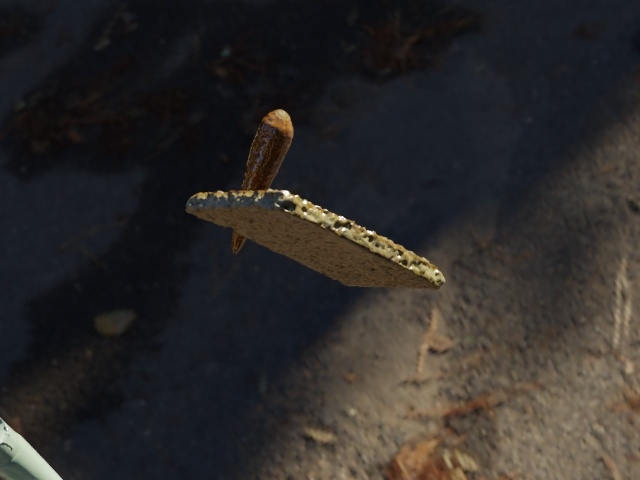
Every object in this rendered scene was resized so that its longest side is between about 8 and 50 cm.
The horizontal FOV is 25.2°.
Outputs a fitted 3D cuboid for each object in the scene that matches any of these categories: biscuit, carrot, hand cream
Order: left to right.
[{"bbox_3d":[-0.337,0.278,1.675,0.078,0.205,0.050,2,55,27],"label":"hand cream"},{"bbox_3d":[-0.084,-0.072,1.874,0.048,0.216,0.048,17,25,-8],"label":"carrot"},{"bbox_3d":[0.000,0.000,1.278,0.131,0.231,0.025,1,73,43],"label":"biscuit"}]
